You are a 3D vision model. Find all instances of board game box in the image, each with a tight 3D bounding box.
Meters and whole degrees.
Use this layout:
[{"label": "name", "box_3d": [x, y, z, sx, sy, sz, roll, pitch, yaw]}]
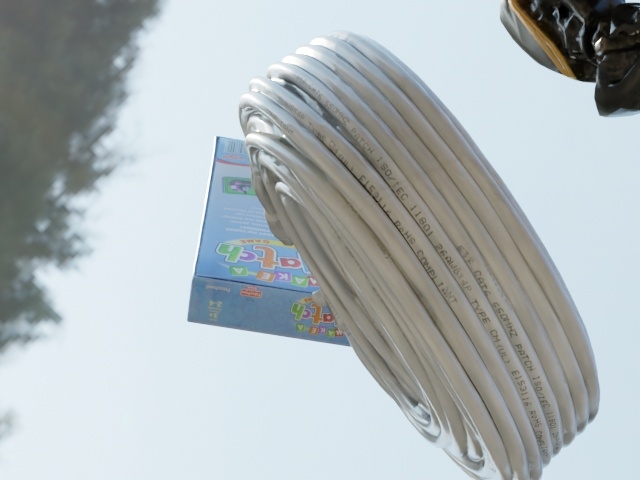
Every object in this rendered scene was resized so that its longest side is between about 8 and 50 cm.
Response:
[{"label": "board game box", "box_3d": [0.000, 0.000, 1.249, 0.160, 0.211, 0.039, 9, -64, -3]}]

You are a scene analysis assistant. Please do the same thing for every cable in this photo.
[{"label": "cable", "box_3d": [0.051, 0.012, 0.992, 0.257, 0.089, 0.257, 53, -8, 28]}]

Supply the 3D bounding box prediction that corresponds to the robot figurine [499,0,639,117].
[{"label": "robot figurine", "box_3d": [0.109, -0.144, 0.535, 0.291, 0.085, 0.211, -1, -89, 64]}]
